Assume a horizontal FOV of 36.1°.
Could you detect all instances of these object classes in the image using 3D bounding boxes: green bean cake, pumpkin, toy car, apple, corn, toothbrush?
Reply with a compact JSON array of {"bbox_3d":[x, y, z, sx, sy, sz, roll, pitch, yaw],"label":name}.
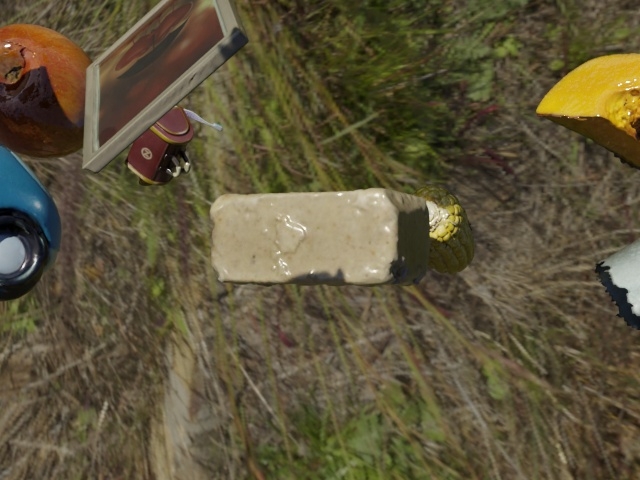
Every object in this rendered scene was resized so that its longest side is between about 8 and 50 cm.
[{"bbox_3d":[0.000,0.000,0.877,0.179,0.109,0.085,0,87,22],"label":"green bean cake"},{"bbox_3d":[0.435,-0.147,1.245,0.163,0.279,0.111,54,51,-51],"label":"pumpkin"},{"bbox_3d":[-0.376,-0.043,0.947,0.255,0.188,0.190,14,81,-32],"label":"toy car"},{"bbox_3d":[-0.467,-0.246,1.600,0.235,0.173,0.210,23,83,22],"label":"apple"},{"bbox_3d":[0.127,-0.007,1.040,0.072,0.203,0.072,-3,77,15],"label":"corn"},{"bbox_3d":[-0.227,-0.218,1.691,0.131,0.013,0.011,22,117,-26],"label":"toothbrush"}]

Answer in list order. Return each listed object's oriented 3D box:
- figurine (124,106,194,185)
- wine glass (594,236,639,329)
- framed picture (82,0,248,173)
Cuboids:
[{"bbox_3d":[-0.261,-0.140,1.653,0.098,0.154,0.082,46,45,14],"label":"figurine"},{"bbox_3d":[0.267,-0.006,0.534,0.222,0.103,0.103,-29,106,6],"label":"wine glass"},{"bbox_3d":[-0.178,-0.200,1.073,0.211,0.289,0.020,-39,120,12],"label":"framed picture"}]
